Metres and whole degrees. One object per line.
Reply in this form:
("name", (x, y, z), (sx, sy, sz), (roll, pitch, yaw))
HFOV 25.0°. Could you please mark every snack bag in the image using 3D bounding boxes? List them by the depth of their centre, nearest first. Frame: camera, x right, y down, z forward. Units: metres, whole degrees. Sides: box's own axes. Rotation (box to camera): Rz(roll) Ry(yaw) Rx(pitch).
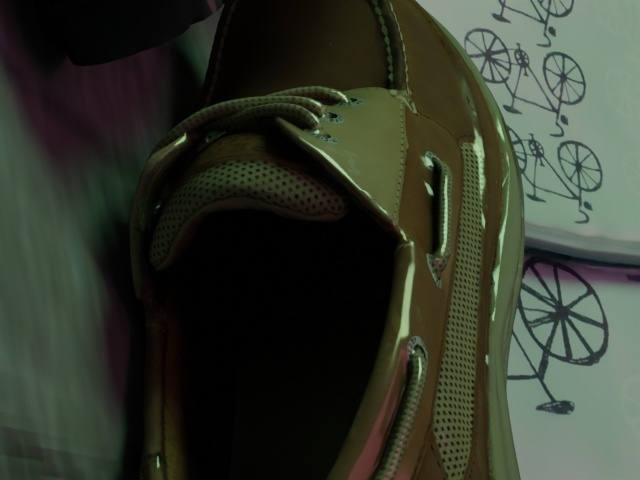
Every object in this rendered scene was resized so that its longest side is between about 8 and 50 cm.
("snack bag", (0.120, 0.002, 0.724), (0.323, 0.037, 0.342), (9, 63, -37))

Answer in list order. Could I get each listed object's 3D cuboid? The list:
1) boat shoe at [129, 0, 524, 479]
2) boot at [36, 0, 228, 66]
("boat shoe", (0.000, 0.000, 0.477), (0.116, 0.123, 0.324), (51, 23, -44))
("boot", (-0.052, -0.202, 0.490), (0.246, 0.094, 0.207), (-48, 122, -43))
